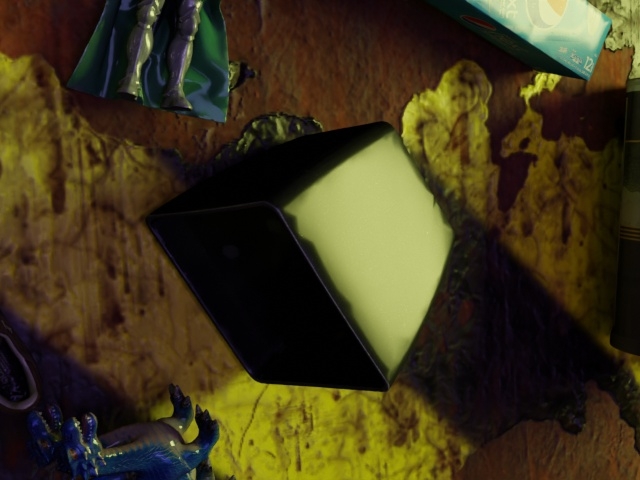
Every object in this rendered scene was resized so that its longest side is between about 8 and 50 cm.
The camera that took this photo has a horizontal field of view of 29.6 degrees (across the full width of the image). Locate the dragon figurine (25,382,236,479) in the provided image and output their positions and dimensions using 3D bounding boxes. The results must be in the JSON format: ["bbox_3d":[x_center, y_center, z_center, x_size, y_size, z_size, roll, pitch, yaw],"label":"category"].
[{"bbox_3d":[-0.143,0.220,1.010,0.144,0.085,0.289,-33,129,-22],"label":"dragon figurine"}]

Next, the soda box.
[{"bbox_3d":[0.181,-0.219,1.130,0.210,0.071,0.067,19,92,-44],"label":"soda box"}]

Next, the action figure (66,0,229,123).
[{"bbox_3d":[-0.120,-0.226,1.007,0.137,0.063,0.232,11,86,-26],"label":"action figure"}]

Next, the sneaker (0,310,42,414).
[{"bbox_3d":[-0.275,0.057,0.939,0.066,0.071,0.188,-43,113,-18],"label":"sneaker"}]

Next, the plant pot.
[{"bbox_3d":[0.000,0.000,1.032,0.167,0.187,0.188,-46,114,-31],"label":"plant pot"}]

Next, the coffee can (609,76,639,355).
[{"bbox_3d":[0.403,-0.022,1.229,0.202,0.201,0.275,0,94,-29],"label":"coffee can"}]
